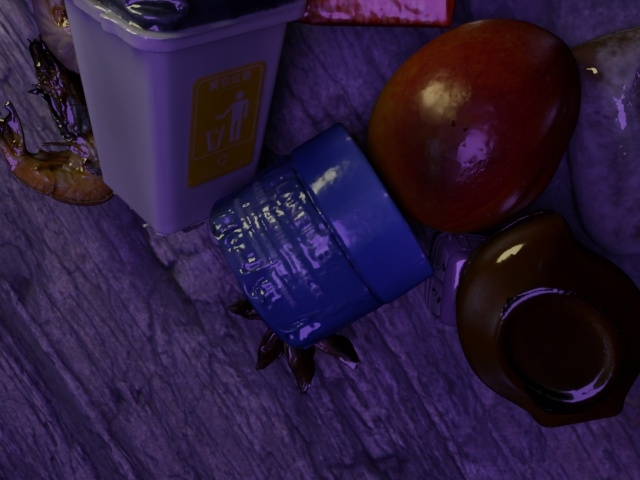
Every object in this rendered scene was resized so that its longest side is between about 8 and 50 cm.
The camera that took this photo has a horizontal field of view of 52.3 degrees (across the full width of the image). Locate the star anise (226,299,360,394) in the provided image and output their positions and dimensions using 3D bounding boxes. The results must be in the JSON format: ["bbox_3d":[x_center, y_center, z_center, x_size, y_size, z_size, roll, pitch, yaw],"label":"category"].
[{"bbox_3d":[-0.039,0.110,1.077,0.288,0.088,0.288,5,102,24],"label":"star anise"}]

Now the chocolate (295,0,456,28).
[{"bbox_3d":[0.067,-0.398,0.830,0.238,0.108,0.234,7,113,16],"label":"chocolate"}]

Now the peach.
[{"bbox_3d":[0.198,-0.144,0.822,0.249,0.245,0.274,32,116,-8],"label":"peach"}]

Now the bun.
[{"bbox_3d":[-0.340,-0.345,0.963,0.223,0.127,0.222,4,108,14],"label":"bun"}]

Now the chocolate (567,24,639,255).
[{"bbox_3d":[0.417,-0.117,0.842,0.185,0.100,0.303,-14,107,18],"label":"chocolate"}]

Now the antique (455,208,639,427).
[{"bbox_3d":[0.281,0.104,0.793,0.224,0.129,0.278,-12,107,14],"label":"antique"}]

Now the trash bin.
[{"bbox_3d":[-0.206,-0.224,0.881,0.296,0.256,0.367,37,138,28],"label":"trash bin"}]

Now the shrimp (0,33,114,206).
[{"bbox_3d":[-0.438,-0.181,1.044,0.075,0.178,0.289,-8,110,46],"label":"shrimp"}]

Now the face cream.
[{"bbox_3d":[0.000,0.000,0.895,0.225,0.249,0.249,-34,99,5],"label":"face cream"}]

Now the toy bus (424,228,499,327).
[{"bbox_3d":[0.252,0.055,0.932,0.203,0.142,0.141,9,113,13],"label":"toy bus"}]
